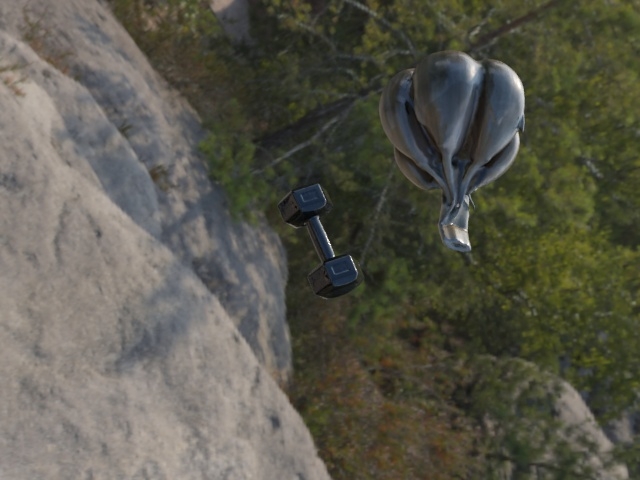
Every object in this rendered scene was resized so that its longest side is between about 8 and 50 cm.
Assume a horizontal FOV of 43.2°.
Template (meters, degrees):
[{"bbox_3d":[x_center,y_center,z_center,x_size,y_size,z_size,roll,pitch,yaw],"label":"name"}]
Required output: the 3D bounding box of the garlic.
[{"bbox_3d":[0.116,-0.085,0.740,0.127,0.131,0.194,71,28,-66],"label":"garlic"}]

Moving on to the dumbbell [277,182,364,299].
[{"bbox_3d":[0.000,0.000,0.583,0.083,0.036,0.040,67,13,18],"label":"dumbbell"}]
